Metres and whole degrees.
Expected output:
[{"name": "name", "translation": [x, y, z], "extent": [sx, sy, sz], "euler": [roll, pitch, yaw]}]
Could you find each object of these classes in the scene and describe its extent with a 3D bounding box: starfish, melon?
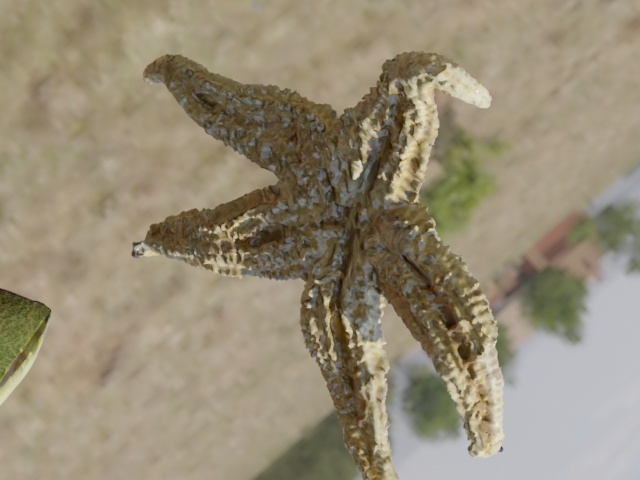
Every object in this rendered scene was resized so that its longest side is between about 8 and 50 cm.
[{"name": "starfish", "translation": [0.003, -0.002, 1.167], "extent": [0.060, 0.302, 0.299], "euler": [-25, 132, -42]}, {"name": "melon", "translation": [-0.213, 0.096, 1.032], "extent": [0.160, 0.079, 0.128], "euler": [-57, -173, 20]}]
